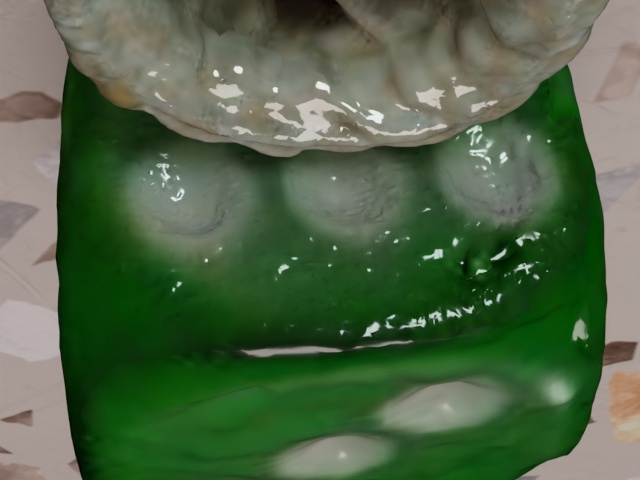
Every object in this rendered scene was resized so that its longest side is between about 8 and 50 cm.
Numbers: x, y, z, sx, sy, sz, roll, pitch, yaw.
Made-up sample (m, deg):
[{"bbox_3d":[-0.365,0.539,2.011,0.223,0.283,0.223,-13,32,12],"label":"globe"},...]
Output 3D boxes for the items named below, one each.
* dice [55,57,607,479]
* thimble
[{"bbox_3d":[0.000,0.000,1.155,0.297,0.287,0.300,-3,153,-2],"label":"dice"},{"bbox_3d":[-0.011,-0.179,0.919,0.291,0.195,0.291,-5,152,-3],"label":"thimble"}]
